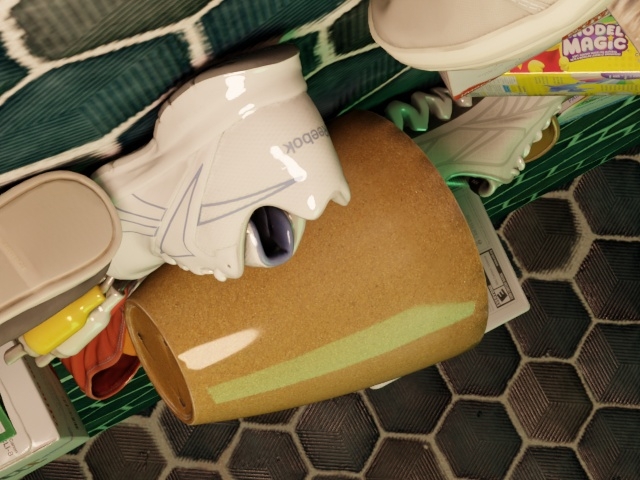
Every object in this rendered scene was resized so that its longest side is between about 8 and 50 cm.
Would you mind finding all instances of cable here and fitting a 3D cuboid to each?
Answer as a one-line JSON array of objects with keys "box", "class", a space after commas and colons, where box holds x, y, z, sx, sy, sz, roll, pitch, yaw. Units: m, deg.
[{"box": [-0.155, 0.019, 1.297, 0.287, 0.072, 0.139, -33, 177, 31], "class": "cable"}]

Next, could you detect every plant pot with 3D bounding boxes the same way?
[{"box": [-0.029, 0.048, 1.270, 0.254, 0.237, 0.237, -28, 173, -21], "class": "plant pot"}]

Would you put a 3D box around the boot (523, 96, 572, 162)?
[{"box": [0.195, -0.126, 1.622, 0.152, 0.073, 0.197, -26, 160, -27], "class": "boot"}]

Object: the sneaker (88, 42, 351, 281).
[{"box": [-0.085, -0.022, 1.052, 0.111, 0.129, 0.297, -26, 174, -34], "class": "sneaker"}]

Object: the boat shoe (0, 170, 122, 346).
[{"box": [-0.272, 0.054, 0.953, 0.335, 0.112, 0.095, -27, 169, -40], "class": "boat shoe"}]

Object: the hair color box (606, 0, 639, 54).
[{"box": [0.309, -0.230, 0.824, 0.347, 0.174, 0.105, -31, -151, 23], "class": "hair color box"}]

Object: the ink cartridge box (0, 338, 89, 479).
[{"box": [-0.328, 0.174, 1.500, 0.127, 0.128, 0.176, -28, 172, -4], "class": "ink cartridge box"}]

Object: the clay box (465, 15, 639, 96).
[{"box": [0.223, -0.151, 1.226, 0.222, 0.053, 0.127, -1, 178, 11], "class": "clay box"}]

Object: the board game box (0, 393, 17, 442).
[{"box": [-0.417, 0.186, 1.237, 0.317, 0.046, 0.213, -27, -160, -11], "class": "board game box"}]

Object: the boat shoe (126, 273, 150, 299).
[{"box": [-0.150, 0.038, 1.370, 0.100, 0.035, 0.035, -39, -157, 37], "class": "boat shoe"}]

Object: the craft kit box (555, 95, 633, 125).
[{"box": [0.381, -0.223, 1.704, 0.250, 0.061, 0.246, -23, 173, -39], "class": "craft kit box"}]

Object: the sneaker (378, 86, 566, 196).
[{"box": [0.170, -0.113, 1.432, 0.292, 0.118, 0.110, -28, 171, -15], "class": "sneaker"}]

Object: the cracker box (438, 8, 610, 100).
[{"box": [0.143, -0.179, 1.050, 0.156, 0.067, 0.232, -29, 173, 5], "class": "cracker box"}]

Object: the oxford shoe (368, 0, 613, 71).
[{"box": [0.122, -0.200, 0.653, 0.130, 0.169, 0.449, 20, 161, -20], "class": "oxford shoe"}]

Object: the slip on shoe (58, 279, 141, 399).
[{"box": [-0.163, 0.067, 1.495, 0.123, 0.101, 0.331, -19, 167, -45], "class": "slip on shoe"}]

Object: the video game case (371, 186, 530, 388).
[{"box": [0.085, 0.006, 1.485, 0.206, 0.227, 0.026, -24, 178, -32], "class": "video game case"}]
